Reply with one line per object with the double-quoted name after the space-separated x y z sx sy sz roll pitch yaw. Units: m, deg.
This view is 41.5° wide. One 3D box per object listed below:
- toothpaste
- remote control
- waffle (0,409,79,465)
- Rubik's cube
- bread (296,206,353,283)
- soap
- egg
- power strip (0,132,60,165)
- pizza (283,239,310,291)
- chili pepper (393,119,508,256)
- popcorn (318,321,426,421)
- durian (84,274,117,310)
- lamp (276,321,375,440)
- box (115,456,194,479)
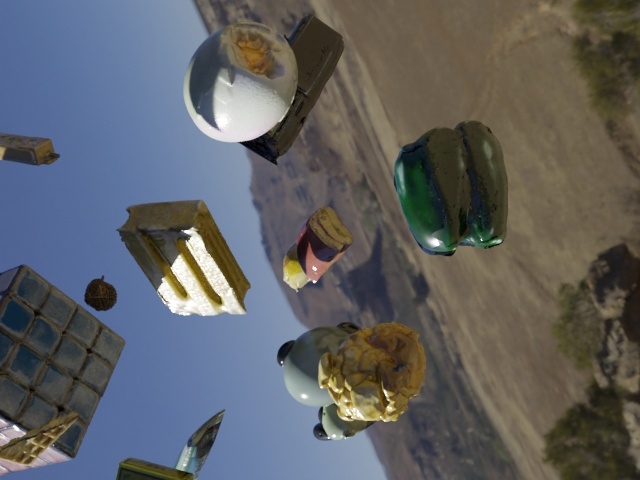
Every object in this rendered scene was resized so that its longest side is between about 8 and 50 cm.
-0.277 0.476 1.804 0.061 0.099 0.392 41 139 12 "toothpaste"
-0.064 -0.359 1.932 0.145 0.398 0.062 31 152 -11 "remote control"
-0.559 0.380 1.661 0.023 0.153 0.097 46 180 39 "waffle"
-0.725 0.310 1.961 0.344 0.344 0.337 46 -138 -32 "Rubik's cube"
-0.001 0.000 1.608 0.192 0.067 0.119 124 132 -62 "bread"
-0.294 0.045 1.883 0.315 0.199 0.091 64 -149 -46 "soap"
-0.139 -0.255 1.427 0.183 0.183 0.217 68 150 23 "egg"
-0.688 -0.206 1.824 0.064 0.306 0.044 -50 -37 -50 "power strip"
-0.025 0.029 1.991 0.081 0.188 0.204 37 178 -15 "pizza"
0.271 -0.097 1.727 0.248 0.234 0.256 27 -130 -75 "chili pepper"
0.087 0.221 1.360 0.194 0.164 0.140 -63 -45 -64 "popcorn"
-0.535 0.130 2.063 0.080 0.080 0.091 64 -148 -69 "durian"
0.025 0.306 1.840 0.198 0.198 0.243 -90 -19 -87 "lamp"
-0.342 0.549 1.652 0.064 0.141 0.219 11 -88 -79 "box"
